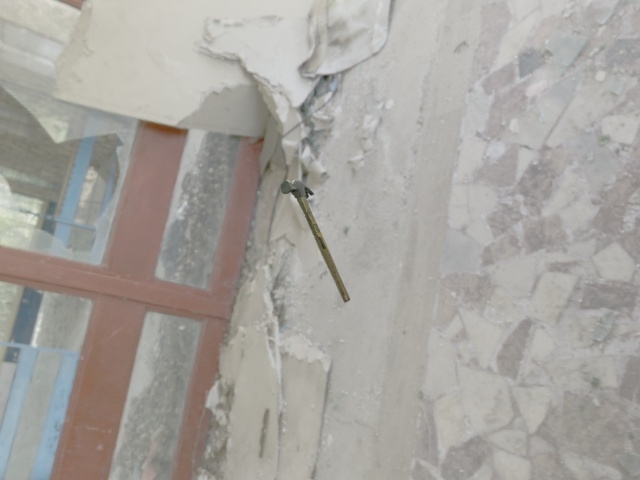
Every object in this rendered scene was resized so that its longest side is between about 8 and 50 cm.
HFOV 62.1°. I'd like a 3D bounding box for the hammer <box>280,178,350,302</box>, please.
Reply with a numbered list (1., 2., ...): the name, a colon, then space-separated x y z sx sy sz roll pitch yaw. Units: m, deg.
1. hammer: 0.000 0.000 0.726 0.017 0.062 0.182 -25 89 25
